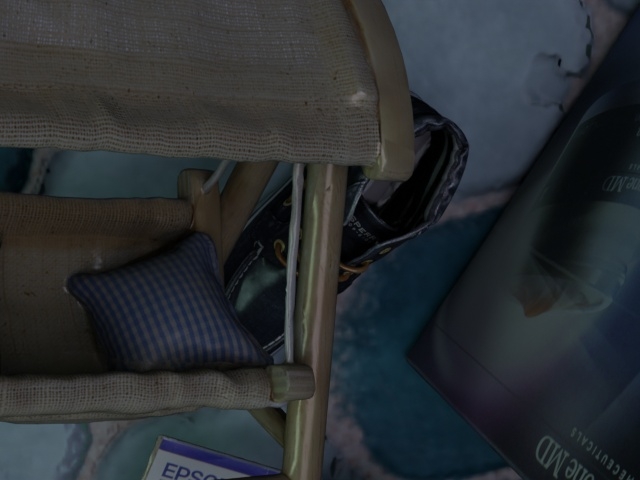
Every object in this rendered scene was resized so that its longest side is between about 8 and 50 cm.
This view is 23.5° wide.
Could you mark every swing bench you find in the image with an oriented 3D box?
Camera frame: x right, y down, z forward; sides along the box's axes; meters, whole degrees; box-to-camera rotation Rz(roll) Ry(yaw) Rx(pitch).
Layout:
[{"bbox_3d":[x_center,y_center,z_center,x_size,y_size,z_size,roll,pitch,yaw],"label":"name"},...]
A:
[{"bbox_3d":[-0.111,-0.017,0.656,0.253,0.165,0.254,0,115,-36],"label":"swing bench"}]

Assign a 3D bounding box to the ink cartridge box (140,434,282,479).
[{"bbox_3d":[-0.079,0.266,0.848,0.165,0.065,0.332,21,99,-18],"label":"ink cartridge box"}]

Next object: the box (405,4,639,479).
[{"bbox_3d":[0.225,0.023,0.745,0.183,0.296,0.294,31,94,-20],"label":"box"}]

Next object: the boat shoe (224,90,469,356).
[{"bbox_3d":[0.000,0.000,0.793,0.065,0.083,0.183,37,92,-20],"label":"boat shoe"}]
